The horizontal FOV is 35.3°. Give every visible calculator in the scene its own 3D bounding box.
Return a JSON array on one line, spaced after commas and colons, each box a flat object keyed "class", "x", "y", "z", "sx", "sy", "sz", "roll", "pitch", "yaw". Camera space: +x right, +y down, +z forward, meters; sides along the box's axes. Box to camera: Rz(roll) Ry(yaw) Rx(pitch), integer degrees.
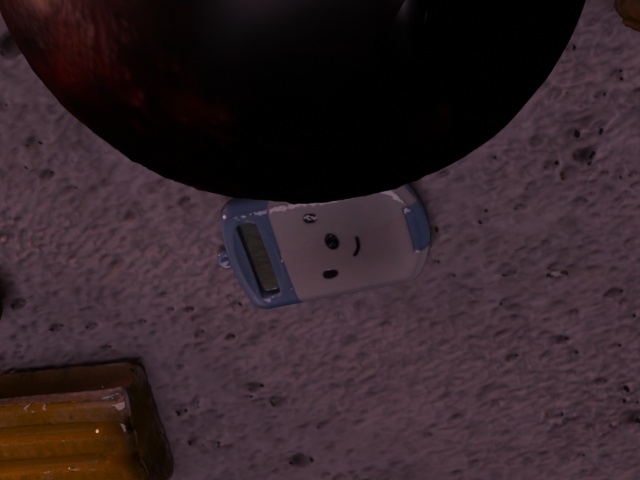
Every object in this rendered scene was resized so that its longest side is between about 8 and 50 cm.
[{"class": "calculator", "x": 0.000, "y": 0.000, "z": 0.957, "sx": 0.210, "sy": 0.039, "sz": 0.121, "roll": -11, "pitch": 115, "yaw": 13}]

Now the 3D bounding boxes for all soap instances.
[{"class": "soap", "x": -0.304, "y": 0.221, "z": 1.086, "sx": 0.258, "sy": 0.080, "sz": 0.160, "roll": -6, "pitch": 116, "yaw": 10}]

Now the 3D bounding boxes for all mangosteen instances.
[{"class": "mangosteen", "x": 0.012, "y": -0.201, "z": 0.630, "sx": 0.421, "sy": 0.381, "sz": 0.381, "roll": 11, "pitch": 124, "yaw": -35}]

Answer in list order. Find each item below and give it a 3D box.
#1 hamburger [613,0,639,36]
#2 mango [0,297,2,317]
[{"class": "hamburger", "x": 0.363, "y": -0.243, "z": 0.716, "sx": 0.282, "sy": 0.245, "sz": 0.155, "roll": -29, "pitch": 113, "yaw": -29}, {"class": "mango", "x": -0.434, "y": 0.077, "z": 1.018, "sx": 0.227, "sy": 0.099, "sz": 0.136, "roll": -15, "pitch": 111, "yaw": 5}]
